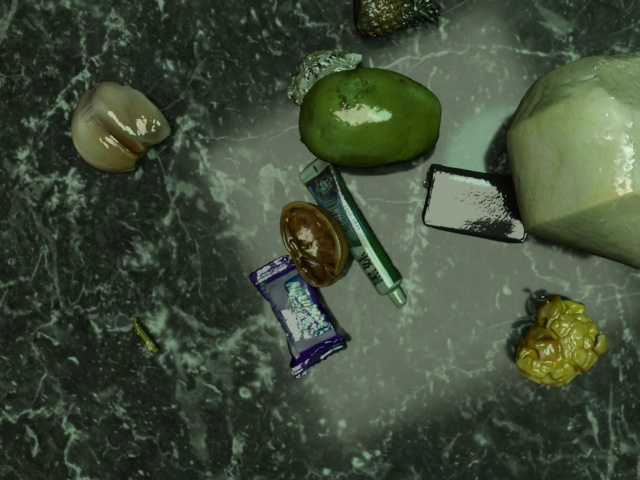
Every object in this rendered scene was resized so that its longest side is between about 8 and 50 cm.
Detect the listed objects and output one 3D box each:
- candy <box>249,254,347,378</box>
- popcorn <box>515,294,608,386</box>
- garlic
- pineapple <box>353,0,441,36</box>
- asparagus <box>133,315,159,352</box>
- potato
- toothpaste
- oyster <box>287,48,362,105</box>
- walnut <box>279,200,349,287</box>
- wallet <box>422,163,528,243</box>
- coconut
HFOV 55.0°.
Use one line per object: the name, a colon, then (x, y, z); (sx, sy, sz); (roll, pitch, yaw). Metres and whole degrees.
candy: (-0.052, 0.167, 1.420); (0.145, 0.070, 0.275); (-26, 77, 1)
popcorn: (0.513, 0.221, 1.306); (0.163, 0.140, 0.194); (20, 84, 16)
garlic: (-0.500, -0.276, 1.466); (0.228, 0.110, 0.217); (46, 100, 5)
pineapple: (0.173, -0.514, 1.370); (0.198, 0.108, 0.108); (-6, 90, -3)
asparagus: (-0.431, 0.231, 1.503); (0.025, 0.021, 0.108); (-36, 86, 8)
potato: (0.104, -0.260, 1.323); (0.305, 0.216, 0.215); (7, 92, 9)
toothpaste: (0.082, -0.016, 1.400); (0.099, 0.061, 0.392); (-36, 84, 34)
oyster: (0.006, -0.379, 1.409); (0.125, 0.064, 0.177); (39, 98, 2)
walnut: (0.001, -0.002, 1.384); (0.211, 0.087, 0.167); (59, 136, 15)
wallet: (0.348, -0.081, 1.371); (0.250, 0.044, 0.149); (10, 96, 8)
coconut: (0.561, -0.143, 1.182); (0.416, 0.344, 0.415); (2, 81, -10)
